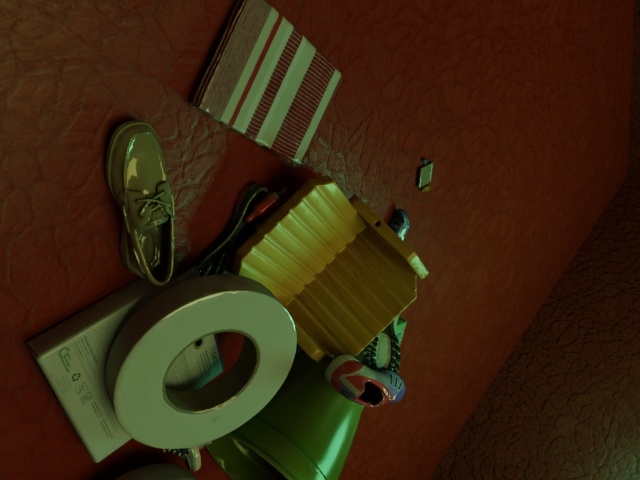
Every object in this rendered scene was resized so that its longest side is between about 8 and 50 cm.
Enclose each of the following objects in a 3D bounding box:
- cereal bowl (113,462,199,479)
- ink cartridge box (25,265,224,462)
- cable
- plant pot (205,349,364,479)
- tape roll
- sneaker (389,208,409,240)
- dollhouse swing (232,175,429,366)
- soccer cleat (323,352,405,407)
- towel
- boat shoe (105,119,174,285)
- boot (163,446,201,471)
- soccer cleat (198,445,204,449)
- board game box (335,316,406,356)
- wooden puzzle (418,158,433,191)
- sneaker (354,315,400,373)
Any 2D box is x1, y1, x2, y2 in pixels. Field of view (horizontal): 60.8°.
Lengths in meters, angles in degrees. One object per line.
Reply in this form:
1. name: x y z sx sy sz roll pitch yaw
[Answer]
1. cereal bowl: -0.435 0.655 1.258 0.339 0.141 0.338 -28 133 -36
2. ink cartridge box: -0.372 0.242 1.117 0.330 0.072 0.323 -33 134 -34
3. cable: -0.170 -0.012 1.175 0.287 0.072 0.139 -44 140 -20
4. plant pot: -0.057 0.488 1.447 0.353 0.367 0.366 -46 142 -36
5. tape roll: -0.230 0.251 1.110 0.392 0.072 0.391 -19 127 -27
6. sneaker: 0.224 -0.025 1.636 0.059 0.053 0.144 -12 121 -42
7. dollhouse swing: 0.031 0.080 1.248 0.347 0.315 0.305 -44 165 0
8. soccer cleat: 0.134 0.372 1.352 0.108 0.116 0.318 -50 137 4
9. towel: -0.092 -0.310 1.100 0.329 0.037 0.236 23 94 -54
10. boat shoe: -0.304 -0.059 0.967 0.109 0.098 0.302 -20 128 -40
11. boot: -0.346 0.480 1.298 0.086 0.069 0.189 -20 109 -33
12. soccer cleat: -0.323 0.513 1.386 0.083 0.029 0.035 27 96 -48
13. board game box: 0.160 0.396 1.848 0.318 0.046 0.213 -13 122 -44
14. wooden puzzle: 0.318 -0.199 1.663 0.079 0.014 0.116 -26 132 -43
15. sneaker: 0.134 0.221 1.597 0.158 0.182 0.409 27 60 -28
